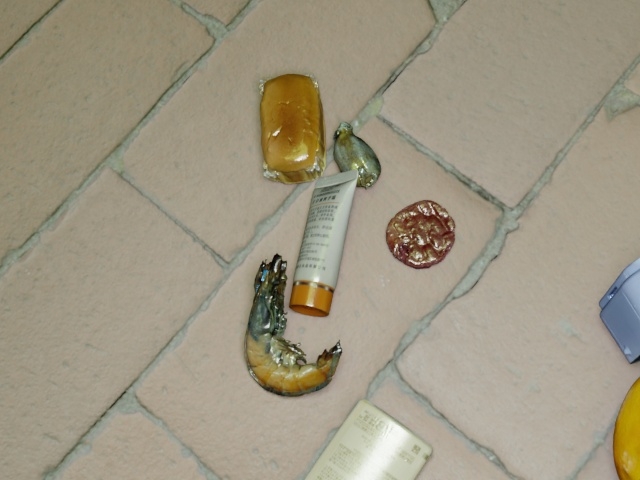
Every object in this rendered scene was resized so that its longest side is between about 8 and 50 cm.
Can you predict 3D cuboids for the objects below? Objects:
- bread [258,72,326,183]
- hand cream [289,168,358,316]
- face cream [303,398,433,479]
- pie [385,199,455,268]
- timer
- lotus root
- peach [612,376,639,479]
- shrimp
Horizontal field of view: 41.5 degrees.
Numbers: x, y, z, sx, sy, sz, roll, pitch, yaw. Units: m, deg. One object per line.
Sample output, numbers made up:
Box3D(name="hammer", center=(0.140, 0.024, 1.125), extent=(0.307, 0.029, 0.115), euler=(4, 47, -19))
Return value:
Box3D(name="bread", center=(-0.062, -0.250, 1.868), extent=(0.136, 0.107, 0.241), euler=(-6, 70, 8))
Box3D(name="hand cream", center=(0.000, 0.000, 1.778), extent=(0.140, 0.089, 0.314), euler=(-6, 67, 50))
Box3D(name="face cream", center=(0.050, 0.488, 1.602), extent=(0.174, 0.081, 0.348), euler=(32, 78, 16))
Box3D(name="pie", center=(0.212, -0.012, 1.784), extent=(0.154, 0.038, 0.153), euler=(-2, 69, 4))
Box3D(name="timer", center=(0.710, 0.080, 1.509), extent=(0.395, 0.395, 0.173), euler=(-26, 69, -2))
Box3D(name="lotus root", center=(0.074, -0.181, 1.839), extent=(0.088, 0.088, 0.165), euler=(-28, 69, -3))
Box3D(name="peach", center=(0.654, 0.342, 1.477), extent=(0.289, 0.308, 0.289), euler=(23, 44, -24))
Box3D(name="shrimp", center=(-0.054, 0.173, 1.674), extent=(0.222, 0.054, 0.290), euler=(7, 99, 31))
